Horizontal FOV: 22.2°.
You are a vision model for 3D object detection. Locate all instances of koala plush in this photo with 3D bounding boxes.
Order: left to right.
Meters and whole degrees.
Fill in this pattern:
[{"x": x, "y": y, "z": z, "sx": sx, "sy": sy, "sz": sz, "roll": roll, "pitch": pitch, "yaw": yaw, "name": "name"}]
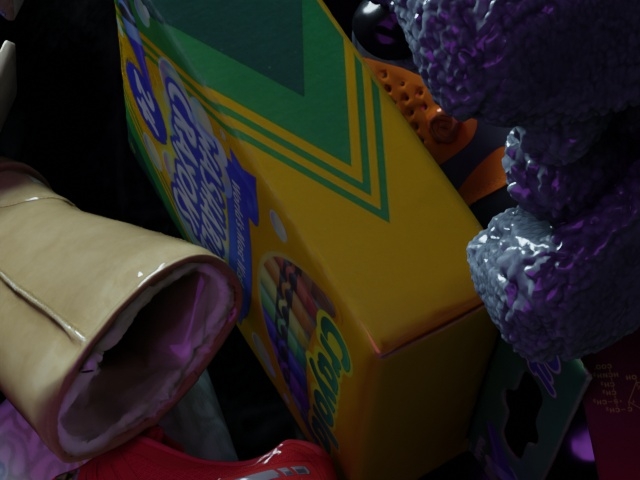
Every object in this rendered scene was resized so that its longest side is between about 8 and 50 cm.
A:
[{"x": 0.096, "y": -0.104, "z": 0.686, "sx": 0.203, "sy": 0.196, "sz": 0.221, "roll": -32, "pitch": 43, "yaw": -12, "name": "koala plush"}]

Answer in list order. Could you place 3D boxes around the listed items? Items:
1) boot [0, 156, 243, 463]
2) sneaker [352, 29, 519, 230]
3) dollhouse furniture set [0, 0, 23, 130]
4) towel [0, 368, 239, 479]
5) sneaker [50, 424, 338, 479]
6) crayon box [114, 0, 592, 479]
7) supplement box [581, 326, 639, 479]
[{"x": -0.192, "y": 0.064, "z": 0.936, "sx": 0.236, "sy": 0.089, "sz": 0.269, "roll": -53, "pitch": 35, "yaw": -7, "name": "boot"}, {"x": 0.114, "y": -0.143, "z": 0.848, "sx": 0.180, "sy": 0.125, "sz": 0.321, "roll": 15, "pitch": 91, "yaw": 30, "name": "sneaker"}, {"x": -0.311, "y": -0.222, "z": 1.138, "sx": 0.286, "sy": 0.198, "sz": 0.303, "roll": 21, "pitch": 64, "yaw": -5, "name": "dollhouse furniture set"}, {"x": -0.177, "y": 0.266, "z": 0.980, "sx": 0.374, "sy": 0.090, "sz": 0.320, "roll": -33, "pitch": 69, "yaw": 22, "name": "towel"}, {"x": -0.114, "y": 0.154, "z": 0.879, "sx": 0.279, "sy": 0.107, "sz": 0.118, "roll": -4, "pitch": 56, "yaw": 19, "name": "sneaker"}, {"x": 0.000, "y": 0.000, "z": 0.847, "sx": 0.083, "sy": 0.203, "sz": 0.323, "roll": -27, "pitch": 65, "yaw": -16, "name": "crayon box"}, {"x": 0.195, "y": 0.092, "z": 0.746, "sx": 0.130, "sy": 0.073, "sz": 0.239, "roll": -8, "pitch": 102, "yaw": 27, "name": "supplement box"}]
